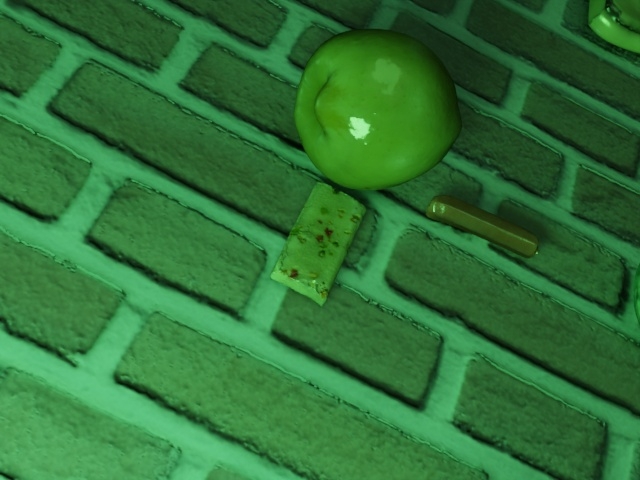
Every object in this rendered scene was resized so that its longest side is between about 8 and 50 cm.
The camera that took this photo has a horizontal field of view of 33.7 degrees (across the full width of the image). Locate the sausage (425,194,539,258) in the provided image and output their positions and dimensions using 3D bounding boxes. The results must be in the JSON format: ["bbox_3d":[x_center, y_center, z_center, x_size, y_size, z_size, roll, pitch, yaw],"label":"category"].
[{"bbox_3d":[0.196,-0.017,1.261,0.147,0.030,0.035,22,51,-8],"label":"sausage"}]

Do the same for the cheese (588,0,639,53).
[{"bbox_3d":[0.521,-0.315,1.613,0.251,0.054,0.127,26,52,-15],"label":"cheese"}]

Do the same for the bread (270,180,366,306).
[{"bbox_3d":[0.000,0.000,1.164,0.068,0.028,0.153,27,48,-1],"label":"bread"}]

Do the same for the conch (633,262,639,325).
[{"bbox_3d":[0.449,0.068,1.257,0.176,0.122,0.188,49,51,-12],"label":"conch"}]

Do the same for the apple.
[{"bbox_3d":[0.062,-0.149,1.204,0.200,0.200,0.200,12,52,-16],"label":"apple"}]
